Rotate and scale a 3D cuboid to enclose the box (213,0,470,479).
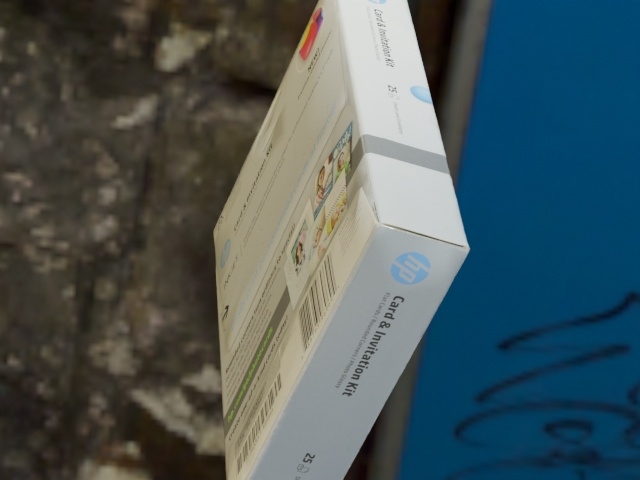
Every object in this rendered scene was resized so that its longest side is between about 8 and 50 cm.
[{"bbox_3d":[0.000,0.000,0.665,0.186,0.038,0.145,-100,-150,-54],"label":"box"}]
